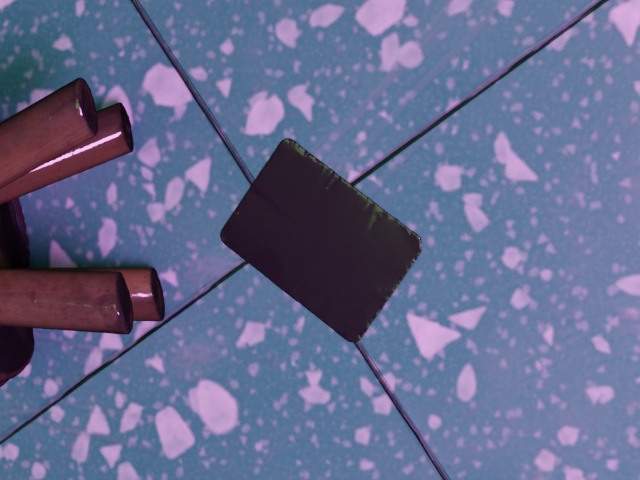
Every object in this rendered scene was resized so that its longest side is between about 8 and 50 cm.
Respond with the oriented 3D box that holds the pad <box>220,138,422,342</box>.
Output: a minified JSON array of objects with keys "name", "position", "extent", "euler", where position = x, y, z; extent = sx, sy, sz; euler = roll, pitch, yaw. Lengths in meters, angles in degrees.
[{"name":"pad","position":[0.000,0.000,1.603],"extent":[0.157,0.003,0.112],"euler":[38,105,14]}]

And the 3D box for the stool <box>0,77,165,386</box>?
[{"name":"stool","position":[-0.248,-0.010,1.565],"extent":[0.178,0.272,0.272],"euler":[-11,90,5]}]
